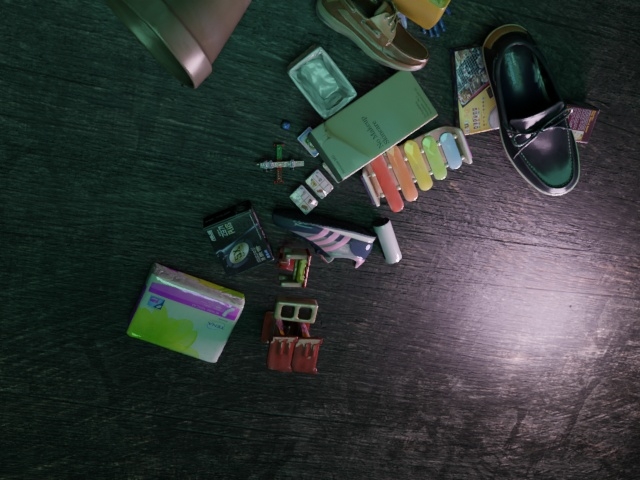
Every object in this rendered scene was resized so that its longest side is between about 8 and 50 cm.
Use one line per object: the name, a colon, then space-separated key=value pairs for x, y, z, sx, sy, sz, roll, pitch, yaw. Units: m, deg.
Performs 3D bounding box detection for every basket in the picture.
basket: x=-0.001 y=-0.423 z=1.827 sx=0.113 sy=0.103 sz=0.167 roll=-37 pitch=116 yaw=9

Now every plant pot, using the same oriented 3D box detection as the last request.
plant pot: x=-0.309 y=-0.567 z=1.620 sx=0.280 sy=0.323 sz=0.323 roll=-45 pitch=115 yaw=-5
plant pot: x=0.258 y=-0.660 z=1.690 sx=0.212 sy=0.187 sz=0.212 roll=28 pitch=103 yaw=-14

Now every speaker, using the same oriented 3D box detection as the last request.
speaker: x=0.201 y=0.000 z=2.086 sx=0.055 sy=0.055 sz=0.136 roll=-21 pitch=117 yaw=1

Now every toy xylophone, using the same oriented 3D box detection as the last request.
toy xylophone: x=0.254 y=-0.240 z=1.967 sx=0.323 sy=0.081 sz=0.236 roll=-32 pitch=115 yaw=6

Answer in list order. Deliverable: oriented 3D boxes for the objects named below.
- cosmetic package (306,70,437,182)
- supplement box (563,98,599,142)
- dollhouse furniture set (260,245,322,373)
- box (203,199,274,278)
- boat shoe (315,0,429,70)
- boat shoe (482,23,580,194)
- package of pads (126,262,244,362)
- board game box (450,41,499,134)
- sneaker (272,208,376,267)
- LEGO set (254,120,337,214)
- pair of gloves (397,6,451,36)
cosmetic package: x=0.136 y=-0.306 z=1.849 sx=0.310 sy=0.113 sz=0.160 roll=-36 pitch=95 yaw=-5
supplement box: x=0.683 y=-0.349 z=1.985 sx=0.188 sy=0.080 sz=0.104 roll=6 pitch=114 yaw=-11
dollhouse furniture set: x=-0.069 y=0.187 z=2.059 sx=0.152 sy=0.201 sz=0.373 roll=7 pitch=107 yaw=-12
box: x=-0.236 y=-0.004 z=2.001 sx=0.148 sy=0.077 sz=0.180 roll=-21 pitch=117 yaw=2
boat shoe: x=0.145 y=-0.545 z=1.750 sx=0.325 sy=0.123 sz=0.116 roll=27 pitch=141 yaw=-13
boat shoe: x=0.570 y=-0.331 z=1.856 sx=0.187 sy=0.156 sz=0.500 roll=-22 pitch=111 yaw=11
package of pads: x=-0.404 y=0.224 z=2.068 sx=0.297 sy=0.101 sz=0.229 roll=21 pitch=109 yaw=-17
board game box: x=0.454 y=-0.427 z=1.933 sx=0.165 sy=0.042 sz=0.243 roll=-11 pitch=116 yaw=-4
sneaker: x=0.000 y=0.000 z=2.022 sx=0.319 sy=0.112 sz=0.131 roll=15 pitch=109 yaw=-14
LEGO set: x=-0.061 y=-0.220 z=1.959 sx=0.182 sy=0.060 sz=0.244 roll=-45 pitch=115 yaw=-1
pair of gloves: x=0.245 y=-0.601 z=1.829 sx=0.198 sy=0.023 sz=0.159 roll=-19 pitch=117 yaw=-1
